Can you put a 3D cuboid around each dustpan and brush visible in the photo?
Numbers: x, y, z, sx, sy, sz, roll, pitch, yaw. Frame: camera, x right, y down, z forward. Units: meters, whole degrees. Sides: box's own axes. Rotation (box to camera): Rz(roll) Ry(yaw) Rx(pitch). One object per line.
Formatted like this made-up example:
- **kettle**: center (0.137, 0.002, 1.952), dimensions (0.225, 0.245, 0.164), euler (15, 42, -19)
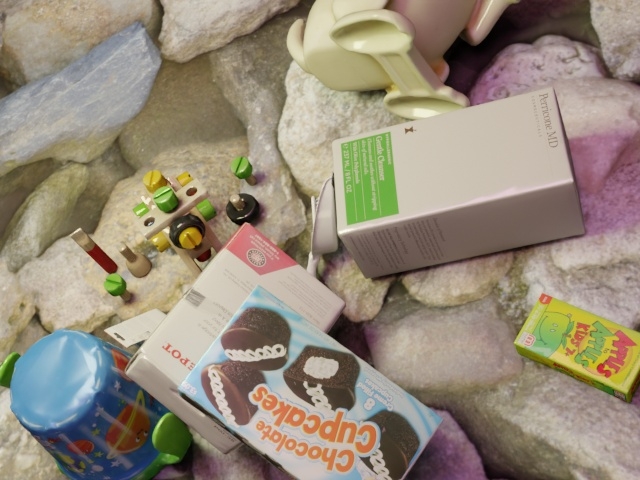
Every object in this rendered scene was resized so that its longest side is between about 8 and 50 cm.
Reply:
- **dustpan and brush**: center (0.000, 0.000, 1.837), dimensions (0.060, 0.147, 0.211), euler (-2, 87, 5)

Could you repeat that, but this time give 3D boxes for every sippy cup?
- **sippy cup**: center (-0.363, 0.254, 1.749), dimensions (0.305, 0.224, 0.240), euler (-18, 56, 11)

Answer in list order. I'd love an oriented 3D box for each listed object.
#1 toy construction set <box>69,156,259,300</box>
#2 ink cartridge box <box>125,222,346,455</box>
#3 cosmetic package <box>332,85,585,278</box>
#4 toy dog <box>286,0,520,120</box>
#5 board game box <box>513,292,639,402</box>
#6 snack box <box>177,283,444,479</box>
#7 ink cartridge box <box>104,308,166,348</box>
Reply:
- **toy construction set**: center (-0.275, -0.029, 1.869), dimensions (0.308, 0.237, 0.257), euler (-17, 57, 12)
- **ink cartridge box**: center (-0.128, 0.147, 1.687), dimensions (0.207, 0.117, 0.283), euler (40, 58, -3)
- **cosmetic package**: center (0.217, -0.087, 1.767), dimensions (0.365, 0.155, 0.197), euler (-14, 55, 14)
- **toy dog**: center (0.162, -0.439, 1.951), dimensions (0.395, 0.284, 0.408), euler (1, 59, 49)
- **board game box**: center (0.386, 0.155, 1.630), dimensions (0.181, 0.043, 0.092), euler (23, 72, 30)
- **snack box**: center (-0.014, 0.230, 1.542), dimensions (0.322, 0.060, 0.187), euler (35, 73, 6)
- **ink cartridge box**: center (-0.297, 0.155, 1.858), dimensions (0.063, 0.029, 0.115), euler (31, 35, 32)
